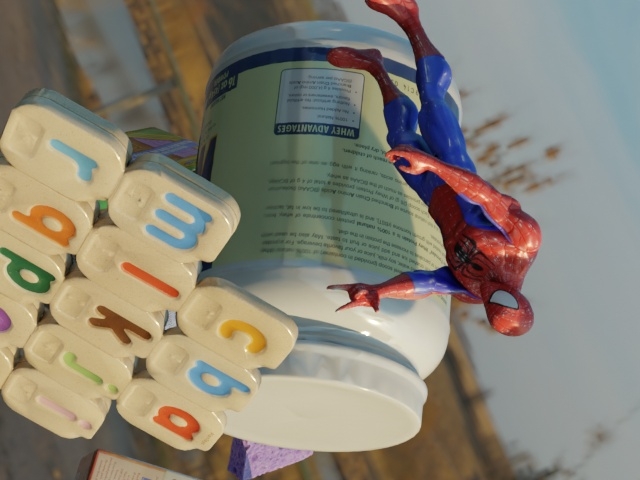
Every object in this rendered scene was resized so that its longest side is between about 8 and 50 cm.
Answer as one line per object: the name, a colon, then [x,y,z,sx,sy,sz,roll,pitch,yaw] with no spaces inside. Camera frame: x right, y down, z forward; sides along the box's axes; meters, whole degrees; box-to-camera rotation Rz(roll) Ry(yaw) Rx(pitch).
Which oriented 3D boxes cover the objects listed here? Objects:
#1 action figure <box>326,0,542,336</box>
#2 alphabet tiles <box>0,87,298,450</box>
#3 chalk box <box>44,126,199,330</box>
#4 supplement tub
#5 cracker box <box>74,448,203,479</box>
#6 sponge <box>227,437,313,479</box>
action figure: [0.053,-0.049,1.023,0.091,0.139,0.280,-55,-132,38]
alphabet tiles: [-0.161,0.026,0.936,0.278,0.284,0.021,30,47,-7]
chalk box: [-0.179,0.002,1.590,0.289,0.179,0.180,24,-56,55]
supplement tub: [0.000,0.000,1.319,0.235,0.235,0.325,66,27,-62]
cracker box: [-0.162,0.304,1.716,0.156,0.232,0.067,140,-34,-71]
sponge: [-0.044,0.178,1.780,0.031,0.117,0.210,34,-55,40]
